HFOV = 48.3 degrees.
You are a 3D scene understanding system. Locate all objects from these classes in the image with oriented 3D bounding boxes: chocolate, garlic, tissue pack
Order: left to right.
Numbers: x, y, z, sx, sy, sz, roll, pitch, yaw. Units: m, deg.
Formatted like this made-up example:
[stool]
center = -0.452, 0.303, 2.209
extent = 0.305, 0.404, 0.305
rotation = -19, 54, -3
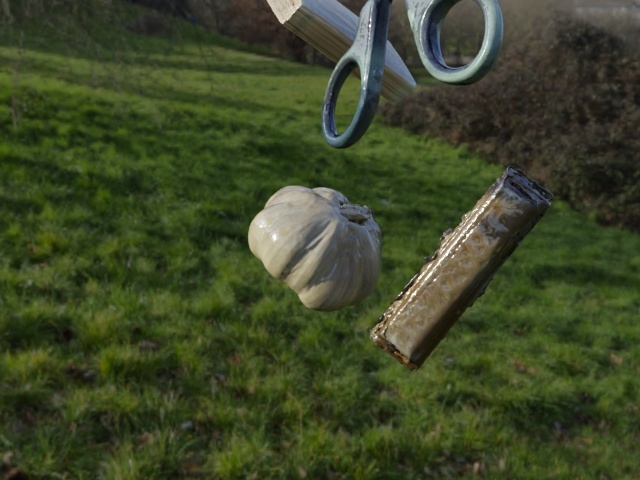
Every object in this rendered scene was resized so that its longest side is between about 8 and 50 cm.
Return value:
[garlic]
center = 0.003, 0.000, 1.119
extent = 0.227, 0.152, 0.228
rotation = 22, 37, -18
[tissue pack]
center = 0.037, -0.388, 1.339
extent = 0.325, 0.071, 0.170
rotation = 24, 35, -42
[chocolate]
center = 0.193, 0.049, 0.997
extent = 0.102, 0.329, 0.065
rotation = 35, 16, -4

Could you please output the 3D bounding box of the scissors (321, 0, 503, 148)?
[scissors]
center = 0.078, -0.304, 0.741
extent = 0.029, 0.384, 0.256
rotation = 9, -16, -34
